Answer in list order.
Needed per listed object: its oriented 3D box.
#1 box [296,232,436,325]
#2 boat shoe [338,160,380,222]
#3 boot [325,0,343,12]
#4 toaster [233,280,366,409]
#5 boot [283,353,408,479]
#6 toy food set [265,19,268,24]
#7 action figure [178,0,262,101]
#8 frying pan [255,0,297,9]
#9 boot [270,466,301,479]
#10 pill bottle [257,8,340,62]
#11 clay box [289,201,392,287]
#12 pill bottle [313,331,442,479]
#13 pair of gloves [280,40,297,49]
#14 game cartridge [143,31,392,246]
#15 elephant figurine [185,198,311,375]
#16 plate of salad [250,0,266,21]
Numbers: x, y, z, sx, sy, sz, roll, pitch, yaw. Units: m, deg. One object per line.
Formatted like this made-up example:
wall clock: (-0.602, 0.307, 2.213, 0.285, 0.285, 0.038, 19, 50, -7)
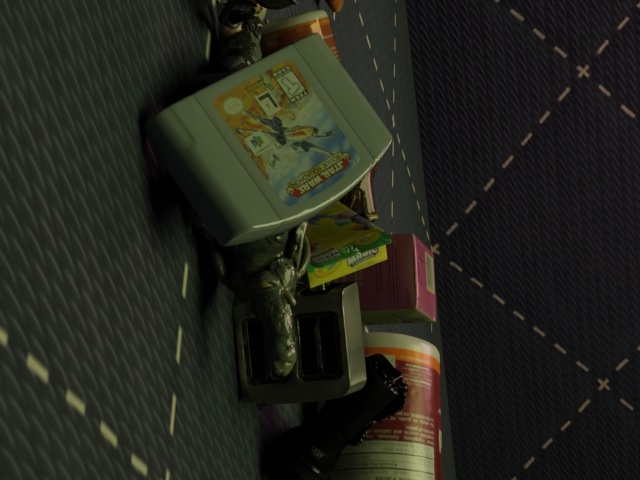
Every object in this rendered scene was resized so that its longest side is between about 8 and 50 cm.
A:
box: (0.046, 0.067, 1.936, 0.213, 0.243, 0.117, 33, 54, -74)
boat shoe: (0.061, -0.062, 2.120, 0.257, 0.095, 0.095, -63, 163, 11)
boot: (0.014, -0.491, 2.380, 0.152, 0.073, 0.197, 77, 17, -52)
toaster: (-0.029, 0.151, 1.760, 0.110, 0.168, 0.185, -4, 89, -75)
boot: (0.044, 0.268, 1.899, 0.094, 0.207, 0.246, 45, 1, 4)
toy food set: (-0.067, -0.310, 2.060, 0.122, 0.019, 0.078, 63, 26, -61)
action figure: (-0.108, -0.220, 1.678, 0.285, 0.099, 0.185, -82, 156, -56)
frying pan: (-0.118, -0.389, 1.695, 0.197, 0.053, 0.326, 43, 5, -17)
boot: (-0.050, 0.406, 1.857, 0.121, 0.045, 0.099, -50, 134, -65)
pill bottle: (-0.021, -0.244, 1.948, 0.121, 0.121, 0.216, -45, 120, -74)
clay box: (0.000, 0.000, 1.775, 0.222, 0.127, 0.053, 37, -38, 55)
pill bottle: (0.097, 0.373, 2.122, 0.224, 0.224, 0.392, 59, 30, -65)
pair of gloves: (-0.061, -0.166, 1.809, 0.240, 0.042, 0.204, 147, -61, -70)
game cartridge: (-0.048, -0.120, 1.506, 0.297, 0.062, 0.198, -34, 84, -38)
elephant figurine: (-0.081, 0.022, 1.613, 0.186, 0.169, 0.239, -40, 129, -44)
plate of salad: (-0.098, -0.431, 1.897, 0.200, 0.048, 0.200, -4, 90, -77)
